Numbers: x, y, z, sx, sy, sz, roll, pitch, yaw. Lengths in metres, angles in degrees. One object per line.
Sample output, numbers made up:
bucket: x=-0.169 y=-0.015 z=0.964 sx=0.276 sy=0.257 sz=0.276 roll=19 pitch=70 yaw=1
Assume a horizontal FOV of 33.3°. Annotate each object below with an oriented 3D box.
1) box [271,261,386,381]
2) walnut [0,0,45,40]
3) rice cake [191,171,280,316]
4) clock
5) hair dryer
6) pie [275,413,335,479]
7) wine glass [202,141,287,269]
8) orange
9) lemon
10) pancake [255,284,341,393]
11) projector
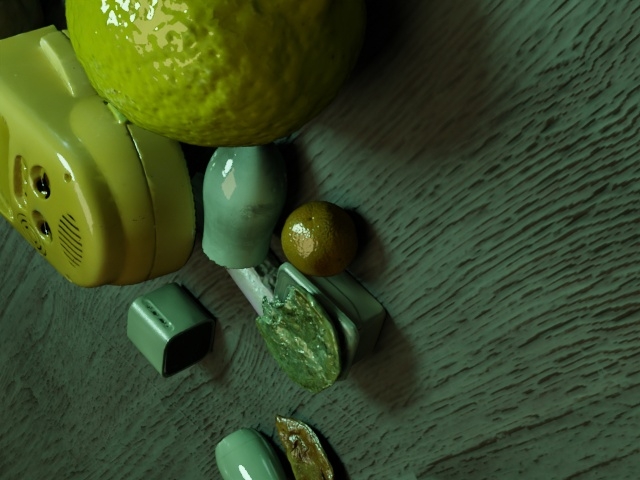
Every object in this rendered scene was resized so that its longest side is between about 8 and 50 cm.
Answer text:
box: x=0.009 y=0.077 z=1.138 sx=0.122 sy=0.062 sz=0.089 roll=44 pitch=141 yaw=27
walnut: x=-0.490 y=-0.290 z=1.408 sx=0.273 sy=0.227 sz=0.273 roll=25 pitch=126 yaw=40
rice cake: x=-0.082 y=0.033 z=1.238 sx=0.270 sy=0.049 sz=0.055 roll=53 pitch=139 yaw=17
clock: x=-0.276 y=-0.081 z=1.270 sx=0.317 sy=0.200 sz=0.244 roll=47 pitch=146 yaw=33
hair dryer: x=-0.058 y=0.382 z=1.408 sx=0.206 sy=0.075 sz=0.237 roll=53 pitch=159 yaw=38
pie: x=-0.001 y=0.304 z=1.318 sx=0.088 sy=0.033 sz=0.191 roll=1 pitch=109 yaw=57
wine glass: x=-0.078 y=-0.065 z=1.135 sx=0.093 sy=0.093 sz=0.202 roll=41 pitch=137 yaw=29
orange: x=0.000 y=0.000 z=1.091 sx=0.085 sy=0.085 sz=0.085 roll=30 pitch=133 yaw=39
lemon: x=-0.099 y=-0.204 z=0.941 sx=0.310 sy=0.253 sz=0.254 roll=13 pitch=121 yaw=48
pancake: x=-0.022 y=0.106 z=1.122 sx=0.129 sy=0.022 sz=0.116 roll=-21 pitch=98 yaw=56
projector: x=-0.197 y=0.117 z=1.411 sx=0.082 sy=0.083 sz=0.083 roll=42 pitch=140 yaw=29
